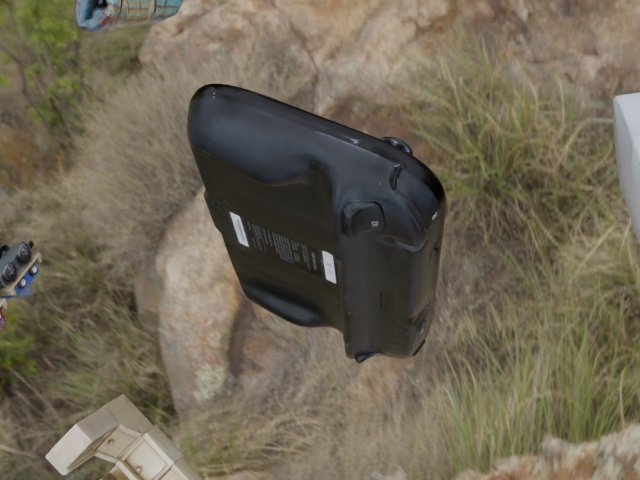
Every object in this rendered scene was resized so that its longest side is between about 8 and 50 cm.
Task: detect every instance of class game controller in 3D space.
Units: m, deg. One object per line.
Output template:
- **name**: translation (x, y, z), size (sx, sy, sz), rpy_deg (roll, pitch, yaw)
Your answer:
- **game controller**: translation (0.000, 0.000, 0.732), size (0.166, 0.319, 0.067), rpy_deg (31, 72, 15)

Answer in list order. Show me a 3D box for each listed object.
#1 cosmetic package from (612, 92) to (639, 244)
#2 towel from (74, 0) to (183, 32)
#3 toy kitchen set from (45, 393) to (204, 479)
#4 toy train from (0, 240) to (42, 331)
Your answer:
- **cosmetic package**: translation (0.417, -0.043, 0.751), size (0.377, 0.284, 0.097), rpy_deg (-7, 113, 11)
- **towel**: translation (-0.124, -0.297, 0.811), size (0.040, 0.370, 0.271), rpy_deg (8, 103, -4)
- **toy kitchen set**: translation (-0.140, 0.164, 0.717), size (0.083, 0.075, 0.068), rpy_deg (45, 105, 5)
- **toy train**: translation (-0.231, 0.054, 0.724), size (0.027, 0.036, 0.158), rpy_deg (-5, 35, 22)
